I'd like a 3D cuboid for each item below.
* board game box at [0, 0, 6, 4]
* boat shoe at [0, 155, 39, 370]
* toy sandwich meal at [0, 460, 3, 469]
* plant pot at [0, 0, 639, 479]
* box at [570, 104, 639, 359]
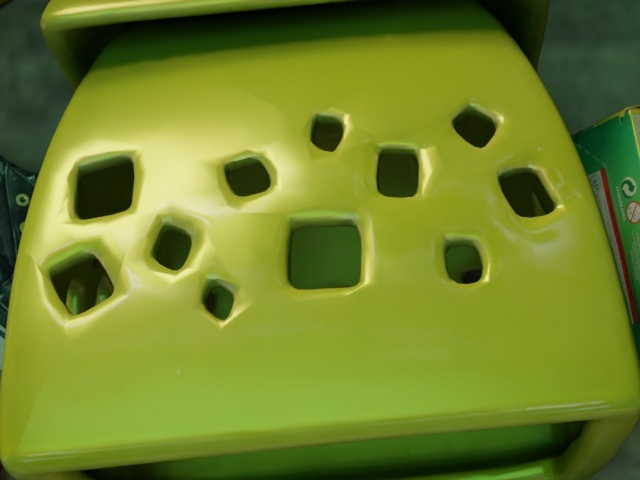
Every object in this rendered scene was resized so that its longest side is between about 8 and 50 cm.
[{"bbox_3d":[-0.192,-0.371,0.650,0.356,0.356,0.356,-32,75,8],"label":"board game box"},{"bbox_3d":[-0.149,0.016,0.729,0.183,0.065,0.083,35,92,18],"label":"boat shoe"},{"bbox_3d":[-0.199,0.124,0.746,0.085,0.029,0.085,-1,86,16],"label":"toy sandwich meal"},{"bbox_3d":[0.000,0.000,0.601,0.227,0.228,0.207,-5,74,3],"label":"plant pot"},{"bbox_3d":[0.193,-0.002,0.612,0.043,0.179,0.105,-27,68,56],"label":"box"}]
